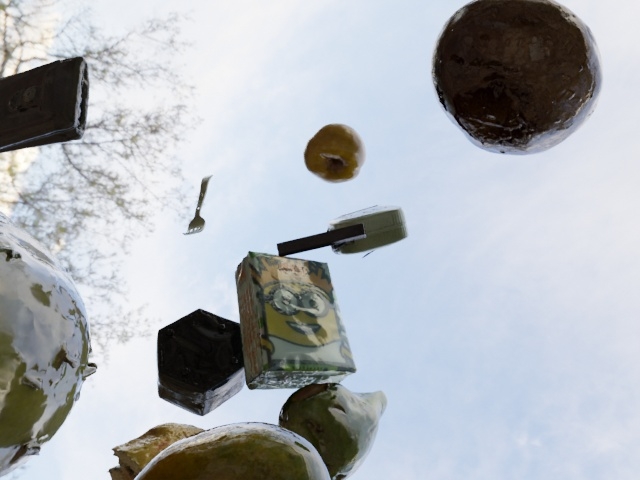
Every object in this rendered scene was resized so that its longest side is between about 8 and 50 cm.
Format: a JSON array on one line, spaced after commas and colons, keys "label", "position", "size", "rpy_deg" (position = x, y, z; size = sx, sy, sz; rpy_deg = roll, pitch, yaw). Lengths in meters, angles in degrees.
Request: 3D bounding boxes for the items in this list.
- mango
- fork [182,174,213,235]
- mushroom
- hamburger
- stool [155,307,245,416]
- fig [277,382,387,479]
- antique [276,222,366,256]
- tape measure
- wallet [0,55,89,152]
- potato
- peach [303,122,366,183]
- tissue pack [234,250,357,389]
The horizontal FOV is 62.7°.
[{"label": "mango", "position": [-0.080, 0.220, 0.375], "size": [0.152, 0.120, 0.221], "rpy_deg": [28, -79, 21]}, {"label": "fork", "position": [-0.237, -0.071, 1.040], "size": [0.034, 0.028, 0.219], "rpy_deg": [-18, -145, 12]}, {"label": "mushroom", "position": [0.394, -0.326, 1.077], "size": [0.345, 0.345, 0.239], "rpy_deg": [-1, -116, 32]}, {"label": "hamburger", "position": [-0.170, 0.387, 0.766], "size": [0.283, 0.157, 0.143], "rpy_deg": [36, -63, 22]}, {"label": "stool", "position": [-0.286, 0.286, 1.262], "size": [0.232, 0.232, 0.141], "rpy_deg": [55, -33, 35]}, {"label": "fig", "position": [0.050, 0.388, 1.105], "size": [0.206, 0.275, 0.205], "rpy_deg": [14, -73, 51]}, {"label": "antique", "position": [0.000, 0.000, 1.105], "size": [0.192, 0.015, 0.031], "rpy_deg": [-13, -120, 12]}, {"label": "tape measure", "position": [0.111, -0.022, 1.396], "size": [0.207, 0.235, 0.115], "rpy_deg": [-18, -82, -9]}, {"label": "wallet", "position": [-0.548, -0.249, 0.984], "size": [0.245, 0.052, 0.168], "rpy_deg": [-7, -105, 15]}, {"label": "potato", "position": [-0.349, 0.056, 0.426], "size": [0.359, 0.270, 0.219], "rpy_deg": [25, -83, 46]}, {"label": "peach", "position": [0.042, -0.236, 1.446], "size": [0.179, 0.179, 0.103], "rpy_deg": [-22, -142, 24]}, {"label": "tissue pack", "position": [-0.069, 0.186, 1.229], "size": [0.128, 0.228, 0.310], "rpy_deg": [-51, -139, 41]}]
